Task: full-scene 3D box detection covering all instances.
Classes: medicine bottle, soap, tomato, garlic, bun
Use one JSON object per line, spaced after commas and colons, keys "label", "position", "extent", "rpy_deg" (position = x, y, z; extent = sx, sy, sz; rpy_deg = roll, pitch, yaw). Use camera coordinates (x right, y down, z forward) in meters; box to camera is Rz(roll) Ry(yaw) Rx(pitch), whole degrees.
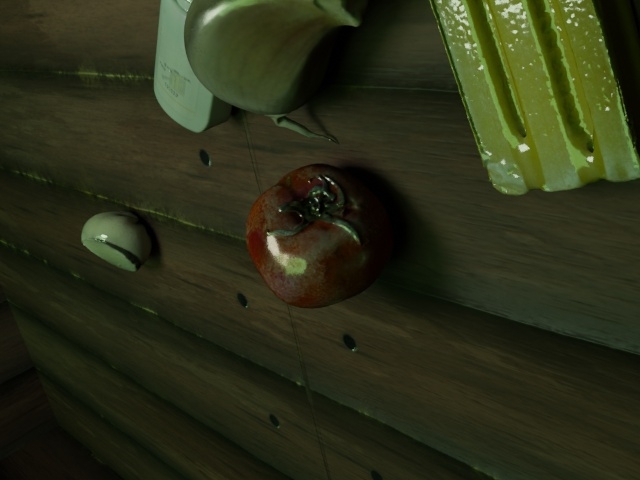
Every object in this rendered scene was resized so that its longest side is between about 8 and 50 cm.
{"label": "medicine bottle", "position": [-0.204, -0.336, 1.264], "extent": [0.161, 0.111, 0.296], "rpy_deg": [44, 144, 20]}
{"label": "soap", "position": [0.241, -0.213, 0.816], "extent": [0.199, 0.091, 0.315], "rpy_deg": [-7, 109, 54]}
{"label": "tomato", "position": [-0.003, 0.003, 1.167], "extent": [0.232, 0.232, 0.188], "rpy_deg": [38, 161, 28]}
{"label": "garlic", "position": [-0.064, -0.320, 1.082], "extent": [0.246, 0.231, 0.340], "rpy_deg": [7, 153, -2]}
{"label": "bun", "position": [-0.493, -0.012, 1.837], "extent": [0.173, 0.120, 0.173], "rpy_deg": [20, 159, 8]}
